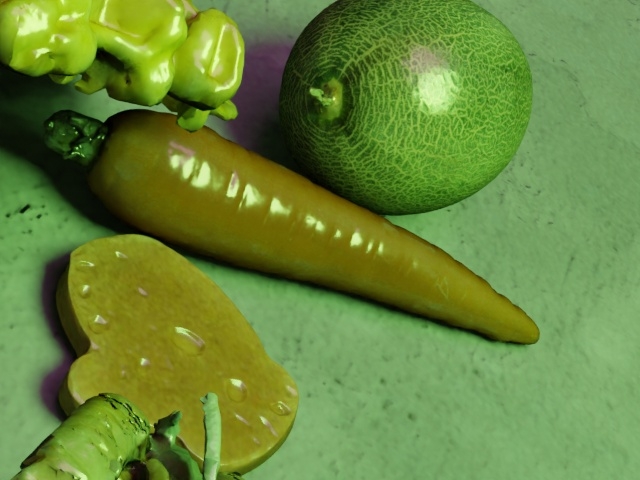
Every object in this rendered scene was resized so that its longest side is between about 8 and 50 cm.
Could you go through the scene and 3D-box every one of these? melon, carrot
[{"bbox_3d":[0.049,-0.084,0.775,0.192,0.139,0.139,-10,61,-53],"label":"melon"},{"bbox_3d":[0.000,0.000,0.727,0.336,0.069,0.069,23,44,-25],"label":"carrot"}]

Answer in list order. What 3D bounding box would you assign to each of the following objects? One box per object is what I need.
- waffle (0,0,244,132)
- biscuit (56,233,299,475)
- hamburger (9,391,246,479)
[{"bbox_3d":[-0.167,-0.129,0.589,0.329,0.062,0.329,24,4,-2],"label":"waffle"},{"bbox_3d":[-0.081,0.060,0.643,0.118,0.023,0.140,-24,72,-46],"label":"biscuit"},{"bbox_3d":[-0.072,0.142,0.458,0.113,0.185,0.177,31,-3,3],"label":"hamburger"}]
